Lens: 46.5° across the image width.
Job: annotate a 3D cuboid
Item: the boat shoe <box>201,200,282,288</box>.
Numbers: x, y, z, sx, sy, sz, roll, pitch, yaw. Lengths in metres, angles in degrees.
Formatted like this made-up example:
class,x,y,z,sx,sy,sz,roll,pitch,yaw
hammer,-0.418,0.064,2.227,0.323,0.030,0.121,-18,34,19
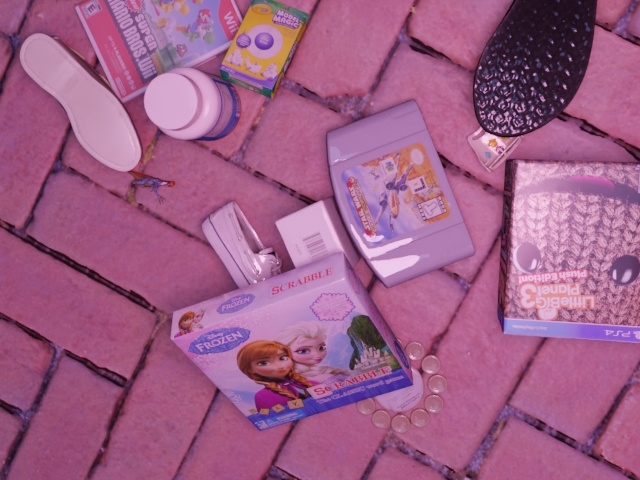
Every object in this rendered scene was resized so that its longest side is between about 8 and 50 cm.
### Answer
class,x,y,z,sx,sy,sz,roll,pitch,yaw
boat shoe,-0.116,0.044,1.378,0.084,0.095,0.258,-37,90,16

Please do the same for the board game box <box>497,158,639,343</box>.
class,x,y,z,sx,sy,sz,roll,pitch,yaw
board game box,0.427,0.010,1.258,0.231,0.141,0.291,2,97,10

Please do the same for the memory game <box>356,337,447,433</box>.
class,x,y,z,sx,sy,sz,roll,pitch,yaw
memory game,0.146,0.272,1.402,0.186,0.012,0.186,1,96,9

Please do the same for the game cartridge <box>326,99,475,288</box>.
class,x,y,z,sx,sy,sz,roll,pitch,yaw
game cartridge,0.128,-0.078,1.313,0.198,0.062,0.297,-21,87,-6

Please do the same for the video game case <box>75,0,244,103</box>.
class,x,y,z,sx,sy,sz,roll,pitch,yaw
video game case,-0.295,-0.408,1.392,0.285,0.025,0.204,-24,92,11

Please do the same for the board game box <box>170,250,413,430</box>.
class,x,y,z,sx,sy,sz,roll,pitch,yaw
board game box,-0.040,0.190,1.297,0.318,0.066,0.318,-21,131,15

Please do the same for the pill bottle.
class,x,y,z,sx,sy,sz,roll,pitch,yaw
pill bottle,-0.224,-0.236,1.299,0.124,0.221,0.124,1,96,10

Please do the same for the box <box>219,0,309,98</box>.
class,x,y,z,sx,sy,sz,roll,pitch,yaw
box,-0.096,-0.353,1.328,0.105,0.043,0.179,21,73,4

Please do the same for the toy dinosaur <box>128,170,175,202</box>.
class,x,y,z,sx,sy,sz,roll,pitch,yaw
toy dinosaur,-0.322,-0.114,1.425,0.082,0.047,0.090,-17,83,-7

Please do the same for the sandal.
class,x,y,z,sx,sy,sz,roll,pitch,yaw
sandal,0.383,-0.372,1.253,0.167,0.107,0.446,20,87,8

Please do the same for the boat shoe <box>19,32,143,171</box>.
class,x,y,z,sx,sy,sz,roll,pitch,yaw
boat shoe,-0.431,-0.258,1.399,0.109,0.091,0.305,-41,89,10

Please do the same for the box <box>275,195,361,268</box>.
class,x,y,z,sx,sy,sz,roll,pitch,yaw
box,0.000,0.000,1.314,0.091,0.170,0.130,-24,92,10

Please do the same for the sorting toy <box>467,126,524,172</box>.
class,x,y,z,sx,sy,sz,roll,pitch,yaw
sorting toy,0.301,-0.174,1.311,0.075,0.045,0.083,45,102,10
